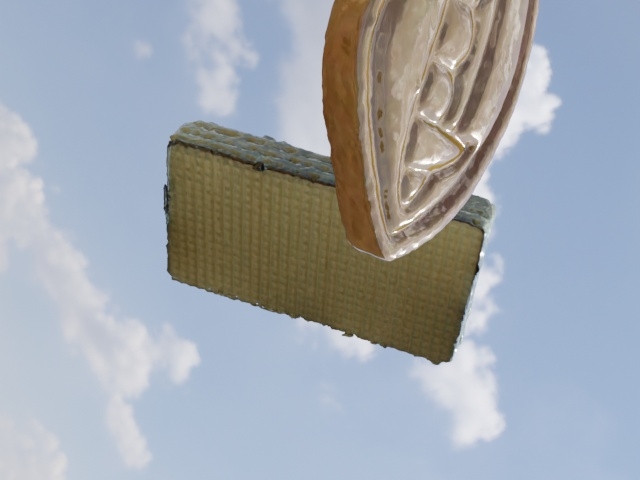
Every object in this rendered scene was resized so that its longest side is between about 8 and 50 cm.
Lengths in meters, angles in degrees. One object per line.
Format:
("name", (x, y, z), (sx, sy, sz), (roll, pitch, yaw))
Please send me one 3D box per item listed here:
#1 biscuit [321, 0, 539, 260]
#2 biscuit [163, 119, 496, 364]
("biscuit", (0.055, -0.097, 0.449), (0.029, 0.142, 0.220), (12, -96, 34))
("biscuit", (0.000, 0.000, 0.650), (0.199, 0.040, 0.121), (17, -45, 11))
